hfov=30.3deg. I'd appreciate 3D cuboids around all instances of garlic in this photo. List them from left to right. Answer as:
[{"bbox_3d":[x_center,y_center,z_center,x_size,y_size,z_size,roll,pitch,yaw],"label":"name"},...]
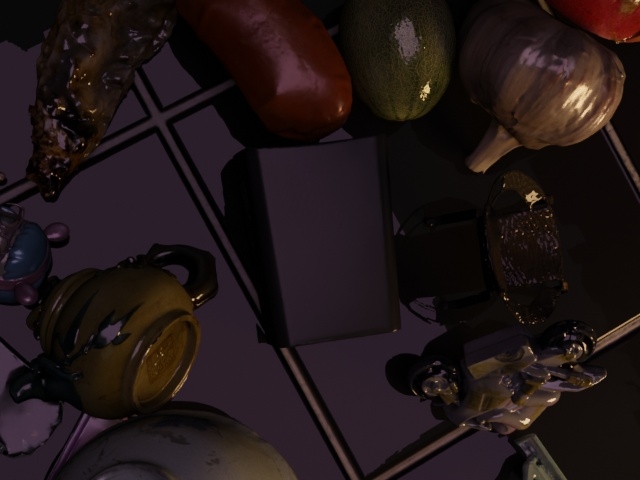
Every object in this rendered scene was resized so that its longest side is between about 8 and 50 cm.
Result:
[{"bbox_3d":[0.238,-0.165,1.393,0.219,0.218,0.212,26,110,-9],"label":"garlic"}]

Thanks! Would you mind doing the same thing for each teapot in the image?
[{"bbox_3d":[-0.229,0.088,1.292,0.183,0.173,0.269,24,53,21],"label":"teapot"}]

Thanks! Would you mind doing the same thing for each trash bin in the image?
[{"bbox_3d":[0.000,0.000,1.361,0.165,0.115,0.225,-8,91,-13],"label":"trash bin"}]

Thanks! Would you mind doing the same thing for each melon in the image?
[{"bbox_3d":[0.090,-0.235,1.377,0.139,0.139,0.192,-4,90,-12],"label":"melon"}]

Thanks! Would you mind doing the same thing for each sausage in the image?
[{"bbox_3d":[-0.061,-0.226,1.351,0.133,0.133,0.258,-37,86,-12],"label":"sausage"}]

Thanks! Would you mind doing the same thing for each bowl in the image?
[{"bbox_3d":[-0.173,0.294,1.174,0.314,0.146,0.313,-5,62,9],"label":"bowl"}]

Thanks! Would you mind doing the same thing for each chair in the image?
[{"bbox_3d":[0.218,0.010,1.353,0.149,0.213,0.174,-8,87,-8],"label":"chair"}]

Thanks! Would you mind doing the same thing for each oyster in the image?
[{"bbox_3d":[-0.250,-0.211,1.347,0.129,0.079,0.344,25,79,-17],"label":"oyster"}]

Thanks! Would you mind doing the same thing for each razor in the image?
[{"bbox_3d":[0.178,0.355,1.395,0.278,0.056,0.111,-36,95,-12],"label":"razor"}]

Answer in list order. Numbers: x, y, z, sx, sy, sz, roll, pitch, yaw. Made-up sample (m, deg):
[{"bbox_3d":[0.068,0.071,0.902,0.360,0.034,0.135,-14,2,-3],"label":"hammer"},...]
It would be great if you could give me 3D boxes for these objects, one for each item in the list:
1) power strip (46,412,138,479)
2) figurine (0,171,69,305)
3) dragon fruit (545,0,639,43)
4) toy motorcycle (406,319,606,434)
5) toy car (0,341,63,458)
[{"bbox_3d":[-0.272,0.319,1.314,0.109,0.037,0.278,29,80,-9],"label":"power strip"},{"bbox_3d":[-0.409,-0.028,1.294,0.260,0.103,0.205,21,46,-7],"label":"figurine"},{"bbox_3d":[0.361,-0.394,1.384,0.291,0.189,0.290,16,53,-22],"label":"dragon fruit"},{"bbox_3d":[0.222,0.169,1.385,0.225,0.073,0.152,-17,128,13],"label":"toy motorcycle"},{"bbox_3d":[-0.373,0.150,1.296,0.205,0.056,0.095,43,77,-4],"label":"toy car"}]
